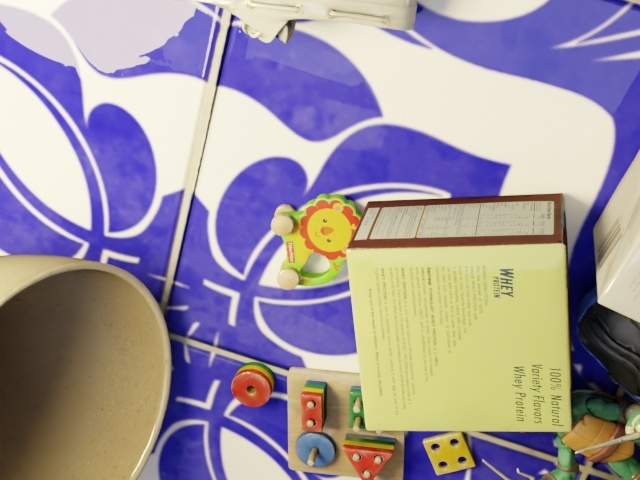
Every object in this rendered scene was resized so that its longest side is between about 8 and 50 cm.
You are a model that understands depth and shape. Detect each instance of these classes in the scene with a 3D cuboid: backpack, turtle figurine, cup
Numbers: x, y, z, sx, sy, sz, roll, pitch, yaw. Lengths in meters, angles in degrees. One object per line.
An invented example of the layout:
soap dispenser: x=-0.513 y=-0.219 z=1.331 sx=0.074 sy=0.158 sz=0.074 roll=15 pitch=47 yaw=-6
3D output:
backpack: x=0.310 y=0.090 z=1.111 sx=0.120 sy=0.101 sz=0.098 roll=40 pitch=107 yaw=-2
turtle figurine: x=0.293 y=0.210 z=1.160 sx=0.234 sy=0.118 sz=0.175 roll=21 pitch=135 yaw=-16
cup: x=-0.355 y=0.150 z=1.187 sx=0.237 sy=0.331 sz=0.331 roll=19 pitch=119 yaw=32

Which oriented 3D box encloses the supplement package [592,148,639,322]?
supplement package: x=0.418 y=0.016 z=1.014 sx=0.293 sy=0.177 sz=0.175 roll=25 pitch=115 yaw=1

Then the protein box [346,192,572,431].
protein box: x=0.144 y=0.070 z=1.118 sx=0.201 sy=0.136 sz=0.199 roll=-2 pitch=112 yaw=13

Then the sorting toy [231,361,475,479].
sorting toy: x=0.035 y=0.214 z=1.254 sx=0.275 sy=0.046 sz=0.132 roll=5 pitch=114 yaw=9

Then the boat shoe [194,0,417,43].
boat shoe: x=-0.041 y=-0.228 z=1.054 sx=0.268 sy=0.096 sz=0.088 roll=-1 pitch=109 yaw=3

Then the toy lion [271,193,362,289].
toy lion: x=0.000 y=0.000 z=1.175 sx=0.096 sy=0.034 sz=0.100 roll=-1 pitch=113 yaw=8
